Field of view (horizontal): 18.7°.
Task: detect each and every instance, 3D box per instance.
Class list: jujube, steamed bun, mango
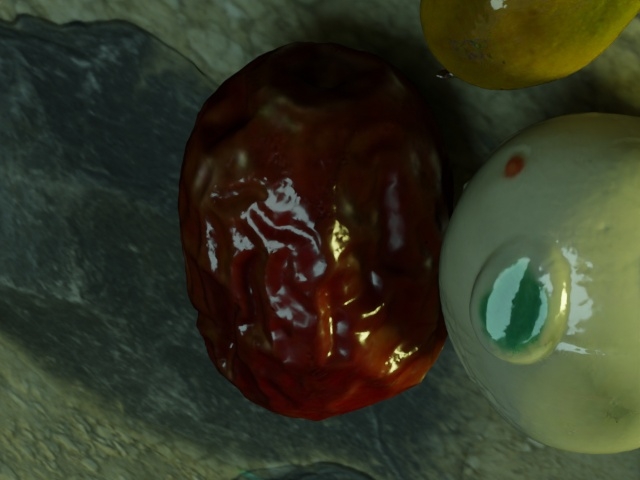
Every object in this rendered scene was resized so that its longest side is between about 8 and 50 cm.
[{"bbox_3d":[0.000,0.000,1.194,0.174,0.174,0.250,21,135,21],"label":"jujube"},{"bbox_3d":[0.157,0.036,1.104,0.177,0.130,0.228,-2,136,3],"label":"steamed bun"},{"bbox_3d":[0.119,-0.137,1.039,0.101,0.066,0.187,45,135,-13],"label":"mango"}]
